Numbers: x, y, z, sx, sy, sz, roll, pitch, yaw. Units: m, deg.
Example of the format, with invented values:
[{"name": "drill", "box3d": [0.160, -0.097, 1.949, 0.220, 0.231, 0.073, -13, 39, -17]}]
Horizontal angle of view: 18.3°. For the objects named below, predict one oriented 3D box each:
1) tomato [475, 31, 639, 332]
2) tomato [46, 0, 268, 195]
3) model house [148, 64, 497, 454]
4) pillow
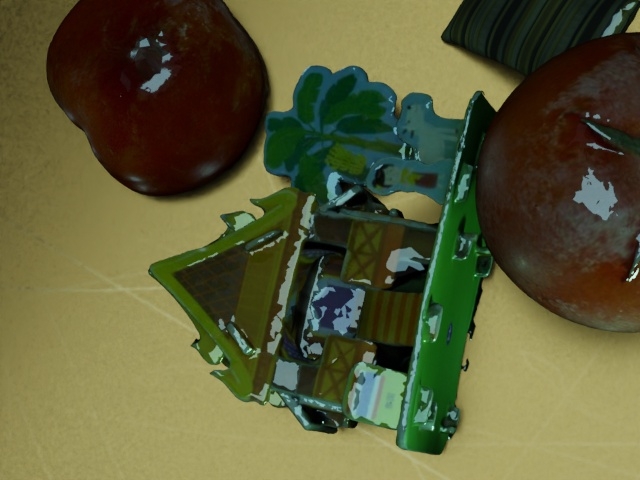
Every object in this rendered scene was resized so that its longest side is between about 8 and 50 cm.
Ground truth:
[{"name": "tomato", "box3d": [0.264, -0.046, 1.760, 0.265, 0.265, 0.265, -1, 85, 8]}, {"name": "tomato", "box3d": [-0.165, -0.170, 1.963, 0.200, 0.139, 0.233, -40, 80, -4]}, {"name": "model house", "box3d": [0.000, 0.000, 1.881, 0.313, 0.242, 0.357, 12, 87, 12]}, {"name": "pillow", "box3d": [0.210, -0.212, 1.924, 0.203, 0.038, 0.113, 32, 90, 45]}]
